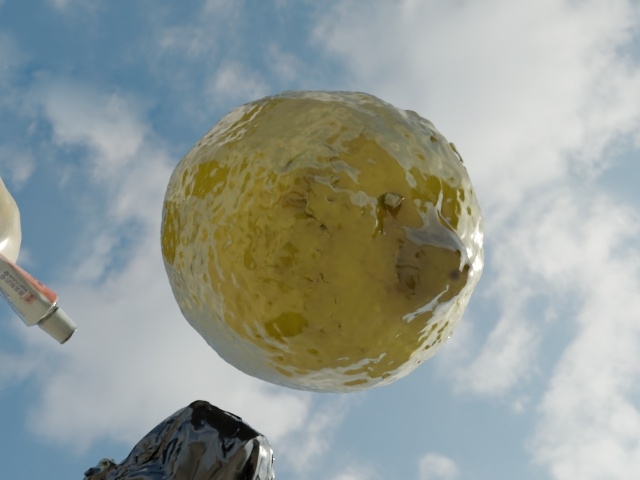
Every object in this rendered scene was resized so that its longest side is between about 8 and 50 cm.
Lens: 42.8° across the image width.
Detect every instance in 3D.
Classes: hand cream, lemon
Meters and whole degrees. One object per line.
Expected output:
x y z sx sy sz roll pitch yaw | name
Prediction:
-0.302 0.013 0.725 0.052 0.038 0.216 -26 -68 44 | hand cream
0.000 0.000 0.660 0.245 0.320 0.245 -3 -84 -33 | lemon

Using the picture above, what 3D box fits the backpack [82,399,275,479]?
-0.106 0.178 0.520 0.106 0.165 0.120 32 -29 18 | backpack

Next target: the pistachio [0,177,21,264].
-0.480 -0.027 0.995 0.208 0.331 0.226 -18 -38 -18 | pistachio
